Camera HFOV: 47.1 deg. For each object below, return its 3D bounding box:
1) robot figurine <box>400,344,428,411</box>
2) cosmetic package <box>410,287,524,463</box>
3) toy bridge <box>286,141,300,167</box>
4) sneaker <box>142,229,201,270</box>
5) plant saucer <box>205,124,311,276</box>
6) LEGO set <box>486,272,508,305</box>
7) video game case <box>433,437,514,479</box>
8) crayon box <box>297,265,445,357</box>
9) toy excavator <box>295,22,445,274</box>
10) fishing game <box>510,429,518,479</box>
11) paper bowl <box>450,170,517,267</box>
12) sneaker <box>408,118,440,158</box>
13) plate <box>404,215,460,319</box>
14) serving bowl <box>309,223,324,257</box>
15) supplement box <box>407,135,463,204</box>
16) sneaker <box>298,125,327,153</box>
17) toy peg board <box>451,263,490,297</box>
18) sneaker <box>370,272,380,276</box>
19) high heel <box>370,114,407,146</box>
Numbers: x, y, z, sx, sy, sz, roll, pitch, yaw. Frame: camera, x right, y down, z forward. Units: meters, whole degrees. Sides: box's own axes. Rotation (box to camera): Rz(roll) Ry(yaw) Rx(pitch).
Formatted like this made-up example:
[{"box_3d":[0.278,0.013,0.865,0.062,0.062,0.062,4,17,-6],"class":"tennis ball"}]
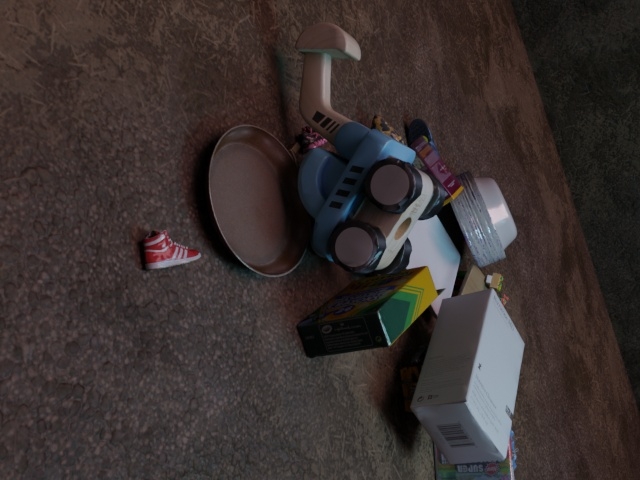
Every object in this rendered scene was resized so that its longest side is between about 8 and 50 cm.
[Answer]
[{"box_3d":[0.295,0.378,1.892,0.291,0.085,0.211,11,69,-54],"class":"robot figurine"},{"box_3d":[0.371,0.326,1.803,0.217,0.156,0.385,55,39,-25],"class":"cosmetic package"},{"box_3d":[-0.028,-0.126,1.658,0.188,0.026,0.063,60,40,-23],"class":"toy bridge"},{"box_3d":[-0.256,0.011,1.266,0.118,0.042,0.067,-13,93,-54],"class":"sneaker"},{"box_3d":[-0.129,-0.076,1.474,0.310,0.050,0.310,25,58,-48],"class":"plant saucer"},{"box_3d":[0.492,0.217,2.116,0.287,0.107,0.132,-42,120,-37],"class":"LEGO set"},{"box_3d":[0.385,0.605,1.834,0.025,0.204,0.285,23,60,-53],"class":"video game case"},{"box_3d":[0.120,0.144,1.619,0.323,0.203,0.083,-31,104,-55],"class":"crayon box"},{"box_3d":[0.053,-0.195,1.571,0.433,0.445,0.222,-60,157,11],"class":"toy excavator"},{"box_3d":[0.569,0.631,2.238,0.189,0.041,0.264,14,67,-56],"class":"fishing game"},{"box_3d":[0.482,-0.074,2.184,0.284,0.148,0.284,61,12,-23],"class":"paper bowl"},{"box_3d":[0.312,-0.258,2.167,0.082,0.069,0.209,-40,111,-69],"class":"sneaker"},{"box_3d":[0.292,0.044,2.041,0.277,0.045,0.278,53,40,-28],"class":"plate"},{"box_3d":[0.000,0.000,1.651,0.083,0.027,0.083,26,58,-49],"class":"serving bowl"},{"box_3d":[0.285,-0.176,2.005,0.188,0.104,0.081,52,41,-2],"class":"supplement box"},{"box_3d":[-0.013,-0.245,1.712,0.057,0.047,0.119,59,35,-5],"class":"sneaker"},{"box_3d":[0.434,0.177,2.190,0.161,0.079,0.160,46,60,-36],"class":"toy peg board"},{"box_3d":[0.161,0.058,1.820,0.228,0.086,0.132,59,7,-54],"class":"sneaker"},{"box_3d":[0.164,-0.181,1.895,0.186,0.093,0.261,-48,123,-51],"class":"high heel"}]
